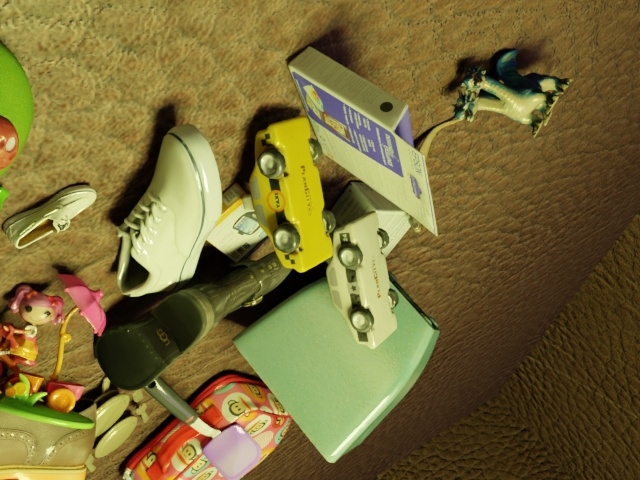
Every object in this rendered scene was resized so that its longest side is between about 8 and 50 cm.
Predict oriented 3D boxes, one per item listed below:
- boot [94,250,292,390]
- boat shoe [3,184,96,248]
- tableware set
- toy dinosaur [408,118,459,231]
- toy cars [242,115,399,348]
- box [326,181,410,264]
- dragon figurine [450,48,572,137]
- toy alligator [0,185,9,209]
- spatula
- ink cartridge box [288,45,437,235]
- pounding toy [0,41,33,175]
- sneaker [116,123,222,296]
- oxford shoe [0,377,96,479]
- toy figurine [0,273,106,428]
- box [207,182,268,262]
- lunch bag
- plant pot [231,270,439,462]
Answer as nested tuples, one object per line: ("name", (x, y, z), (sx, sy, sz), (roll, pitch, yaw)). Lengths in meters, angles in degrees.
("boot", (-0.165, 0.103, 1.017), (0.263, 0.091, 0.229), (-29, 180, 33))
("boat shoe", (-0.276, -0.023, 0.759), (0.100, 0.035, 0.035), (-29, 150, -24))
("tableware set", (-0.335, 0.282, 1.135), (0.128, 0.039, 0.194), (-42, 162, -27))
("toy dinosaur", (0.152, -0.120, 1.156), (0.112, 0.064, 0.211), (25, 78, -51))
("toy cars", (0.000, 0.000, 0.992), (0.393, 0.087, 0.176), (50, 48, -43))
("box", (0.073, -0.024, 1.185), (0.137, 0.072, 0.126), (0, 133, -52))
("dragon figurine", (0.307, -0.245, 1.155), (0.289, 0.144, 0.085), (-42, 160, -48))
("toy alligator", (-0.365, 0.024, 0.691), (0.190, 0.051, 0.056), (-41, 153, -3))
("spatula", (-0.198, 0.302, 1.201), (0.084, 0.030, 0.296), (-38, 128, -2))
("ink cartridge box", (0.068, -0.117, 0.887), (0.045, 0.208, 0.206), (-46, 155, -10))
("pounding toy", (-0.320, -0.062, 0.559), (0.237, 0.110, 0.183), (-21, 146, -37))
("sneaker", (-0.180, -0.017, 0.831), (0.091, 0.094, 0.258), (-26, 151, -37))
("oxford shoe", (-0.426, 0.222, 0.874), (0.364, 0.130, 0.132), (31, 72, -56))
("toy figurine", (-0.318, 0.113, 0.828), (0.130, 0.173, 0.159), (-13, -121, 67))
("box", (-0.112, -0.020, 0.995), (0.081, 0.028, 0.136), (-42, 156, -1))
("lunch bag", (-0.212, 0.383, 1.356), (0.293, 0.120, 0.258), (-43, 153, 4))
("plant pot", (0.055, 0.174, 1.209), (0.252, 0.248, 0.247), (-43, 165, 6))
